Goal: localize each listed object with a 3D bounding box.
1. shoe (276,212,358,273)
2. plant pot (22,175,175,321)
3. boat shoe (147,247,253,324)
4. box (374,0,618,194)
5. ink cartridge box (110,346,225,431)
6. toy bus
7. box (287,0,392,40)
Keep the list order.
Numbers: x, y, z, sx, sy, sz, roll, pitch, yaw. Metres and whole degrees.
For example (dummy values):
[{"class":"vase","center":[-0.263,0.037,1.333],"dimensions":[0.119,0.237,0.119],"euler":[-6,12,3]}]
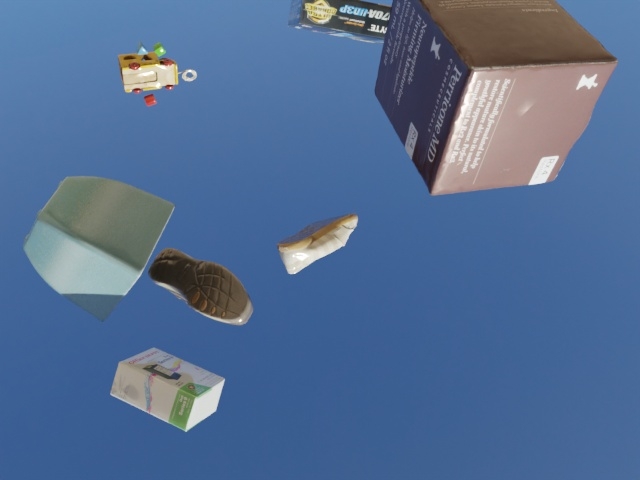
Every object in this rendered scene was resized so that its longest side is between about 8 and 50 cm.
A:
[{"class":"shoe","center":[0.000,0.000,1.105],"dimensions":[0.077,0.058,0.219],"euler":[-7,-166,41]},{"class":"plant pot","center":[-0.540,-0.007,1.407],"dimensions":[0.252,0.247,0.247],"euler":[32,-138,-19]},{"class":"boat shoe","center":[-0.297,0.126,1.552],"dimensions":[0.355,0.130,0.132],"euler":[27,-105,35]},{"class":"box","center":[0.182,-0.186,0.682],"dimensions":[0.167,0.168,0.203],"euler":[-7,-131,-15]},{"class":"ink cartridge box","center":[-0.361,0.348,1.409],"dimensions":[0.213,0.093,0.154],"euler":[19,-172,15]},{"class":"toy bus","center":[-0.525,-0.532,1.834],"dimensions":[0.191,0.202,0.104],"euler":[-38,-125,17]},{"class":"box","center":[0.043,-0.361,0.969],"dimensions":[0.175,0.051,0.220],"euler":[7,-163,-11]}]
